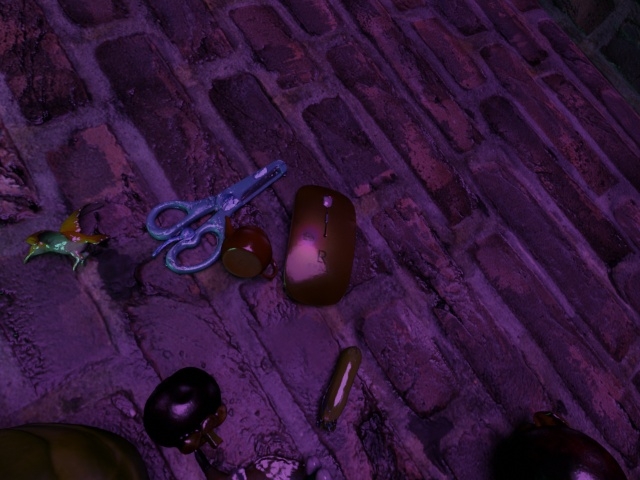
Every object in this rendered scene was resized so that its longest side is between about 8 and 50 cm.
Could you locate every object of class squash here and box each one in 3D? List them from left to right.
[{"bbox_3d":[0.041,0.306,0.843,0.052,0.052,0.183,29,66,-4],"label":"squash"}]

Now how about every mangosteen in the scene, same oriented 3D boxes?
[{"bbox_3d":[-0.230,0.305,0.707,0.151,0.137,0.137,43,62,12],"label":"mangosteen"},{"bbox_3d":[0.497,0.484,0.840,0.228,0.228,0.265,36,21,-1],"label":"mangosteen"}]

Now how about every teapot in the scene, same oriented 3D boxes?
[{"bbox_3d":[-0.153,0.018,0.877,0.173,0.116,0.116,46,59,-26],"label":"teapot"}]

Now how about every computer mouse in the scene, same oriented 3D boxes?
[{"bbox_3d":[0.000,0.000,0.947,0.158,0.072,0.310,14,64,-14],"label":"computer mouse"}]

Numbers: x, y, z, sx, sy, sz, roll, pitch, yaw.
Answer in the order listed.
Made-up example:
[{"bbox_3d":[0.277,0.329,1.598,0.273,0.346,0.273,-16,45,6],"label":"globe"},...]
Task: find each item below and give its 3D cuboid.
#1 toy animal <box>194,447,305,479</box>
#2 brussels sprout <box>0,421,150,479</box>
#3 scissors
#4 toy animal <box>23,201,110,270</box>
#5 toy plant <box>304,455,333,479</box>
[{"bbox_3d":[-0.155,0.419,0.688,0.273,0.160,0.197,-27,76,-33],"label":"toy animal"},{"bbox_3d":[-0.421,0.405,0.530,0.372,0.276,0.314,-10,87,-27],"label":"brussels sprout"},{"bbox_3d":[-0.218,-0.079,0.930,0.180,0.032,0.393,47,62,5],"label":"scissors"},{"bbox_3d":[-0.494,0.017,0.772,0.155,0.219,0.095,-44,105,8],"label":"toy animal"},{"bbox_3d":[0.040,0.492,0.651,0.113,0.243,0.232,-18,101,-24],"label":"toy plant"}]
